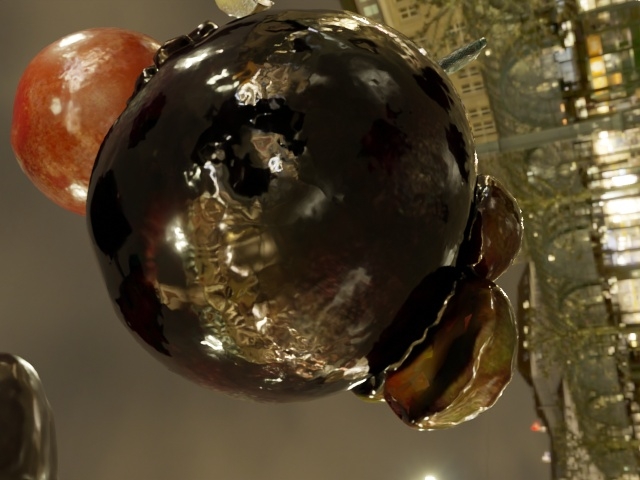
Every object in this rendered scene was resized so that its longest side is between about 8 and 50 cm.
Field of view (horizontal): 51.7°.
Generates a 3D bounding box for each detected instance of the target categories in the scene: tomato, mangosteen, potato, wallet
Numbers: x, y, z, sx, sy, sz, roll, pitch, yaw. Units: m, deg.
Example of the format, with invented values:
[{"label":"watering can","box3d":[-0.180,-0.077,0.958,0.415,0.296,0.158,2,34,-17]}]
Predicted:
[{"label":"tomato","box3d":[-0.299,-0.155,0.918,0.265,0.264,0.265,31,-125,-59]},{"label":"mangosteen","box3d":[0.000,0.000,0.625,0.435,0.382,0.382,48,-146,-10]},{"label":"potato","box3d":[-0.083,-0.253,0.698,0.037,0.036,0.093,0,-140,-48]},{"label":"wallet","box3d":[0.214,-0.292,1.108,0.026,0.129,0.088,62,179,0]}]

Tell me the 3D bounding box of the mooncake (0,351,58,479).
[{"label":"mooncake","box3d":[-0.395,0.197,0.607,0.306,0.306,0.154,44,-156,-52]}]
